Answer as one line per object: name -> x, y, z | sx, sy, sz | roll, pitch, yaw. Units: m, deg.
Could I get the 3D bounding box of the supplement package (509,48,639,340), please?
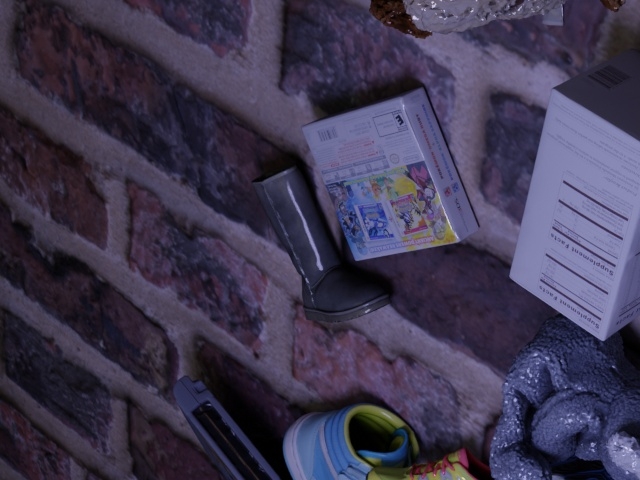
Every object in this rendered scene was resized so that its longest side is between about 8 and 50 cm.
supplement package -> 0.303, -0.046, 1.725 | 0.134, 0.139, 0.244 | 36, 135, 31

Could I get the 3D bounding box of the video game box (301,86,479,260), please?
video game box -> 0.083, -0.077, 2.053 | 0.205, 0.048, 0.187 | -11, 102, 53

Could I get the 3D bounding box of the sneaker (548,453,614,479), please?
sneaker -> 0.317, 0.300, 1.992 | 0.211, 0.080, 0.081 | 16, 131, 56

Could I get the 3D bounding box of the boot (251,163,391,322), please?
boot -> -0.001, 0.001, 2.192 | 0.189, 0.076, 0.209 | -6, 102, 54

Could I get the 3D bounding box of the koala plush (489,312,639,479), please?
koala plush -> 0.324, 0.196, 1.822 | 0.221, 0.196, 0.203 | 25, 120, 45

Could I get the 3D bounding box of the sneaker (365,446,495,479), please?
sneaker -> 0.161, 0.302, 2.141 | 0.208, 0.081, 0.094 | 6, 111, 10

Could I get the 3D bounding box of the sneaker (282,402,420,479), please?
sneaker -> 0.082, 0.363, 2.271 | 0.319, 0.127, 0.208 | 60, 145, 2

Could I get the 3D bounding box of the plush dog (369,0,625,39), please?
plush dog -> 0.169, -0.276, 1.668 | 0.211, 0.225, 0.262 | 53, 143, 12

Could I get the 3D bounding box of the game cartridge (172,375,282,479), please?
game cartridge -> -0.102, 0.344, 2.466 | 0.297, 0.062, 0.198 | 47, 163, 34
